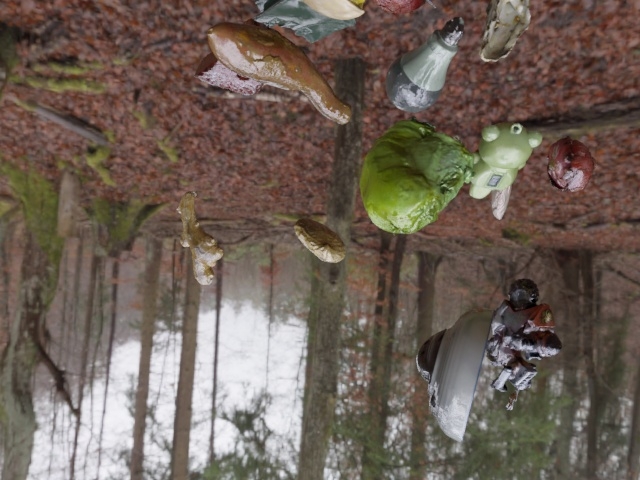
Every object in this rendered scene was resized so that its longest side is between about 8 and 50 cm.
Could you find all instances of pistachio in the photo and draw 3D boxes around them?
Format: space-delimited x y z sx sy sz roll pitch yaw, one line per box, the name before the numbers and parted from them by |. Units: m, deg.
pistachio | 0.009 -0.512 0.957 0.145 0.117 0.201 -12 -124 -47

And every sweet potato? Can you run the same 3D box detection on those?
sweet potato | -0.067 -0.349 0.994 0.109 0.109 0.385 4 174 45

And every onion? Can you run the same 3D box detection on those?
onion | 0.803 -0.241 1.534 0.146 0.184 0.184 -14 -178 -1

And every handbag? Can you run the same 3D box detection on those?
handbag | -0.045 -0.715 1.512 0.247 0.079 0.260 5 177 -41

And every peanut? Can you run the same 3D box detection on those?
peanut | 0.000 0.000 1.822 0.196 0.110 0.233 29 -175 -28

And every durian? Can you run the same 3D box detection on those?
durian | 0.204 -0.147 1.105 0.340 0.205 0.255 -47 -155 -28

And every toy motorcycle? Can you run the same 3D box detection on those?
toy motorcycle | 0.551 0.316 1.349 0.134 0.402 0.207 2 -153 -26

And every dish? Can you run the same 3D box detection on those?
dish | 0.267 0.261 1.012 0.133 0.274 0.273 14 -175 22

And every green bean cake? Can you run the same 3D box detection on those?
green bean cake | -0.231 -0.532 1.413 0.198 0.097 0.232 14 150 -33

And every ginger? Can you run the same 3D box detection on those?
ginger | -0.423 -0.003 1.681 0.147 0.334 0.081 -10 -166 36

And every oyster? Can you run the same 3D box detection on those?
oyster | 0.666 -0.805 1.758 0.166 0.342 0.110 5 176 -1

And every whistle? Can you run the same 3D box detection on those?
whistle | 0.421 -0.188 1.164 0.131 0.106 0.288 8 155 3

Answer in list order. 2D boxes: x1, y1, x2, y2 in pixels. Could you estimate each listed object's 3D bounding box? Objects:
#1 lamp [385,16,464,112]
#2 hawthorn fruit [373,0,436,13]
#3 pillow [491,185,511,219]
lamp | 0.315 -0.504 1.443 0.181 0.182 0.314 3 168 -20
hawthorn fruit | 0.203 -0.644 1.199 0.235 0.181 0.181 35 165 -28
pillow | 0.631 -0.216 1.689 0.067 0.174 0.270 0 150 15
